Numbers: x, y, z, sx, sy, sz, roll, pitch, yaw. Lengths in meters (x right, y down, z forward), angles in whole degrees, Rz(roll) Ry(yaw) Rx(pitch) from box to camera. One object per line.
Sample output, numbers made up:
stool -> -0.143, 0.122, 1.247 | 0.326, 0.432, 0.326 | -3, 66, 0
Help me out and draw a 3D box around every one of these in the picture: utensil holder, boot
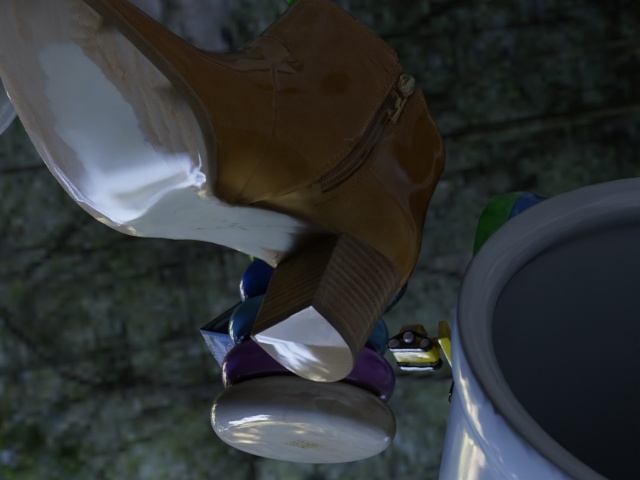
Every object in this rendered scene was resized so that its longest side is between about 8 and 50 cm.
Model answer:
utensil holder -> 0.213, 0.211, 1.033 | 0.328, 0.327, 0.386 | -121, 30, -51
boot -> -0.044, -0.081, 1.023 | 0.295, 0.104, 0.211 | 49, -141, -25

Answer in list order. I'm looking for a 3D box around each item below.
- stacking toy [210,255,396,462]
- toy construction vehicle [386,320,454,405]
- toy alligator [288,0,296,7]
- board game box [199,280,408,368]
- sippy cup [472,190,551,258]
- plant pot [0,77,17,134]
stacking toy -> 0.000, 0.000, 1.434 | 0.141, 0.141, 0.330 | 122, 155, -66
toy construction vehicle -> 0.104, 0.081, 1.185 | 0.086, 0.098, 0.035 | 58, -139, -40
toy alligator -> -0.015, -0.315, 1.802 | 0.051, 0.056, 0.190 | 37, -119, -56
board game box -> -0.002, 0.084, 1.891 | 0.060, 0.194, 0.194 | 62, 165, -22
sippy cup -> 0.298, 0.054, 1.882 | 0.305, 0.224, 0.240 | -65, -39, -49
plant pot -> -0.459, -0.169, 1.585 | 0.305, 0.333, 0.334 | -49, -38, -58
